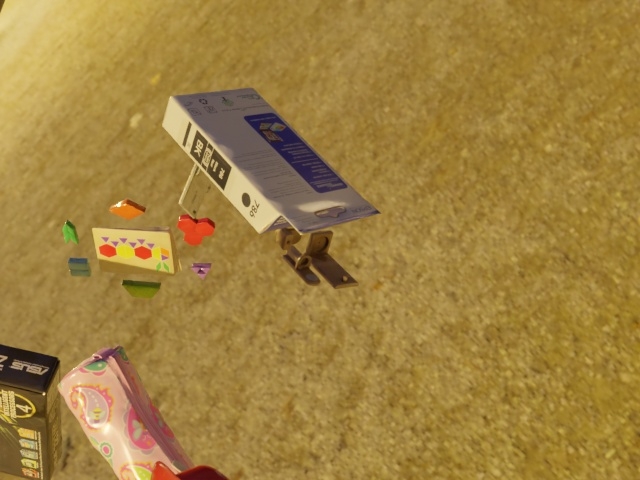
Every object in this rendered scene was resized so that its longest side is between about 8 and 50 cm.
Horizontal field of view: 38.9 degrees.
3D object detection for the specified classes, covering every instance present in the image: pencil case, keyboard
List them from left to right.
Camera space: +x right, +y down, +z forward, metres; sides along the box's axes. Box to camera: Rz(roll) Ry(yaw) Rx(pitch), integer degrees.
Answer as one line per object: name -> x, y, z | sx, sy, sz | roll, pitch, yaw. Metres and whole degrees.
pencil case -> -0.276, 0.298, 1.369 | 0.124, 0.284, 0.124 | -34, -4, -3
keyboard -> -0.216, -0.082, 1.561 | 0.072, 0.014, 0.256 | -62, 1, -5

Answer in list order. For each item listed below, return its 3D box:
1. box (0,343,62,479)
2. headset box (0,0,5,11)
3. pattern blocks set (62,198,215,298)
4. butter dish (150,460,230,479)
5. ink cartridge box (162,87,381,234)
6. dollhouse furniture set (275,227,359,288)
box -> -0.694, 0.338, 1.850 | 0.395, 0.318, 0.097 | 109, 177, -48
headset box -> -0.345, -0.335, 0.795 | 0.246, 0.131, 0.283 | 109, 171, -62
pattern blocks set -> -0.400, 0.021, 1.990 | 0.026, 0.324, 0.285 | -86, 7, -47
butter dish -> -0.126, 0.337, 1.093 | 0.160, 0.160, 0.118 | 39, 43, 23
ink cartridge box -> -0.077, -0.106, 1.344 | 0.333, 0.165, 0.065 | 46, 131, 30
dollhouse furniture set -> 0.000, 0.000, 1.729 | 0.123, 0.144, 0.151 | 44, 129, 43
